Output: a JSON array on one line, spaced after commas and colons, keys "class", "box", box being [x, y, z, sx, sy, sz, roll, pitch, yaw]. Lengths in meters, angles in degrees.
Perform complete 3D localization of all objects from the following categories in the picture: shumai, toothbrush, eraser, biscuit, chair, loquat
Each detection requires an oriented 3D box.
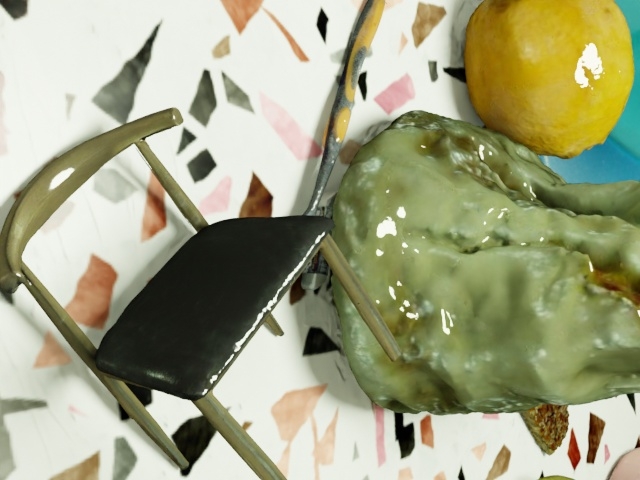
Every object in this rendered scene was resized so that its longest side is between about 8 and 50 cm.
[{"class": "shumai", "box": [0.228, 0.029, 0.808, 0.397, 0.323, 0.324, 7, 86, -49]}, {"class": "toothbrush", "box": [0.018, -0.121, 0.803, 0.023, 0.031, 0.321, 35, 67, -41]}, {"class": "eraser", "box": [0.000, 0.000, 0.790, 0.019, 0.027, 0.099, 12, 82, -37]}, {"class": "biscuit", "box": [0.298, 0.174, 1.091, 0.131, 0.026, 0.237, -51, 123, -29]}, {"class": "chair", "box": [-0.087, 0.048, 0.607, 0.188, 0.166, 0.272, -53, 125, -30]}, {"class": "loquat", "box": [0.261, -0.208, 0.938, 0.176, 0.187, 0.234, -36, 110, -72]}]

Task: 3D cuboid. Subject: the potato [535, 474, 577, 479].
[{"class": "potato", "box": [0.277, 0.408, 0.994, 0.228, 0.148, 0.197, -15, 87, -41]}]

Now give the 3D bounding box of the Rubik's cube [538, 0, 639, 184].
[{"class": "Rubik's cube", "box": [0.508, -0.207, 1.065, 0.352, 0.347, 0.352, -12, 99, -44]}]

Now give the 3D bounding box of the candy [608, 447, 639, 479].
[{"class": "candy", "box": [0.531, 0.448, 1.279, 0.255, 0.094, 0.256, -1, 92, -45]}]
